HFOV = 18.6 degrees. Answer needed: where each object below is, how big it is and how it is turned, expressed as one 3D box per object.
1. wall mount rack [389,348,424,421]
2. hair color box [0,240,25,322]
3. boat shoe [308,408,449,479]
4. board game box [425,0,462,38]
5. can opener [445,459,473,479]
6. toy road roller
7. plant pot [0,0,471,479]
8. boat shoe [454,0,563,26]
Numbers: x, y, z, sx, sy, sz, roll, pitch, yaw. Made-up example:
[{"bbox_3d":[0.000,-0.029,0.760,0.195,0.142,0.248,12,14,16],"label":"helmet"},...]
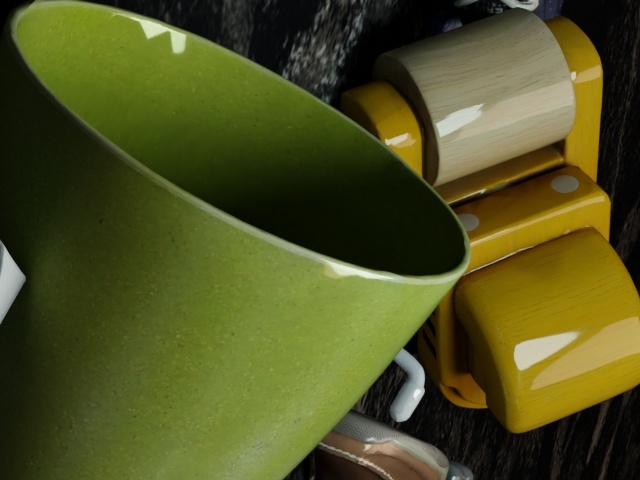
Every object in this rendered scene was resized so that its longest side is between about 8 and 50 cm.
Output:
[{"bbox_3d":[-0.074,0.179,1.410,0.304,0.130,0.350,-51,160,7],"label":"wall mount rack"},{"bbox_3d":[-0.282,0.110,0.815,0.374,0.113,0.185,-64,159,-23],"label":"hair color box"},{"bbox_3d":[0.049,0.240,1.793,0.116,0.123,0.324,-64,157,-15],"label":"boat shoe"},{"bbox_3d":[0.119,-0.181,1.745,0.090,0.020,0.090,-53,154,-42],"label":"board game box"},{"bbox_3d":[0.117,0.381,2.147,0.074,0.093,0.280,22,82,-69],"label":"can opener"},{"bbox_3d":[0.157,0.002,1.599,0.202,0.240,0.329,-21,133,-18],"label":"toy road roller"},{"bbox_3d":[-0.108,0.062,1.075,0.293,0.275,0.275,-60,164,19],"label":"plant pot"},{"bbox_3d":[0.152,-0.251,1.595,0.340,0.127,0.158,2,94,-70],"label":"boat shoe"}]
